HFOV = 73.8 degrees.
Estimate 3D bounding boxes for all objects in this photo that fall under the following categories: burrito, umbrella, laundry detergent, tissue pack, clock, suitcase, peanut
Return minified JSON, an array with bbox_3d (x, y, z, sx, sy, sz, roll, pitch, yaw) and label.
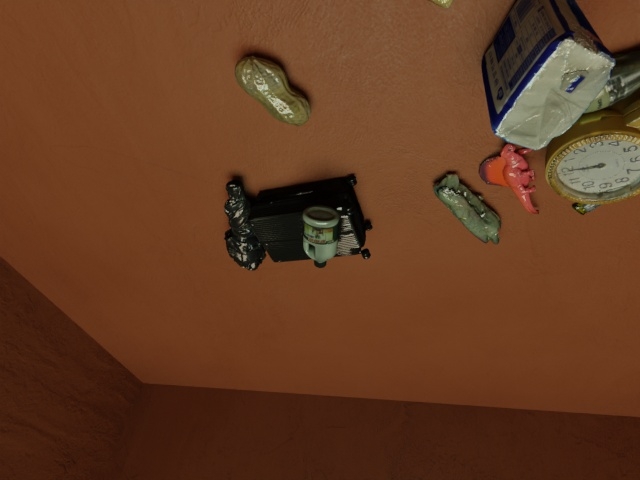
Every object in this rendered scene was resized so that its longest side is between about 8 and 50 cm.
[{"bbox_3d":[0.444,-0.084,1.254,0.309,0.066,0.096,37,138,-28],"label":"burrito"},{"bbox_3d":[-0.262,-0.054,1.396,0.155,0.128,0.336,7,129,28],"label":"umbrella"},{"bbox_3d":[0.000,0.000,1.208,0.099,0.070,0.225,2,141,0],"label":"laundry detergent"},{"bbox_3d":[0.416,-0.335,0.810,0.138,0.269,0.209,15,139,-5],"label":"tissue pack"},{"bbox_3d":[0.689,-0.211,0.972,0.317,0.200,0.244,-12,132,36],"label":"clock"},{"bbox_3d":[-0.029,-0.053,1.317,0.336,0.152,0.229,-7,136,19],"label":"suitcase"},{"bbox_3d":[-0.109,-0.359,1.029,0.098,0.090,0.214,-44,122,10],"label":"peanut"}]

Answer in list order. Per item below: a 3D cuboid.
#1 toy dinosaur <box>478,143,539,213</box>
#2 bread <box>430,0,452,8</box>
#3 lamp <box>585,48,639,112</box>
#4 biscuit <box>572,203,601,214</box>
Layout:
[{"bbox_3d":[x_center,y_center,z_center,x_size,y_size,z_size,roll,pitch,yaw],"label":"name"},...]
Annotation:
[{"bbox_3d":[0.514,-0.157,1.169,0.139,0.070,0.286,-3,142,30],"label":"toy dinosaur"},{"bbox_3d":[0.231,-0.502,0.834,0.084,0.035,0.070,19,139,-1],"label":"bread"},{"bbox_3d":[0.605,-0.334,0.905,0.250,0.101,0.101,-20,132,26],"label":"lamp"},{"bbox_3d":[0.816,-0.155,1.127,0.048,0.026,0.292,31,135,-18],"label":"biscuit"}]
